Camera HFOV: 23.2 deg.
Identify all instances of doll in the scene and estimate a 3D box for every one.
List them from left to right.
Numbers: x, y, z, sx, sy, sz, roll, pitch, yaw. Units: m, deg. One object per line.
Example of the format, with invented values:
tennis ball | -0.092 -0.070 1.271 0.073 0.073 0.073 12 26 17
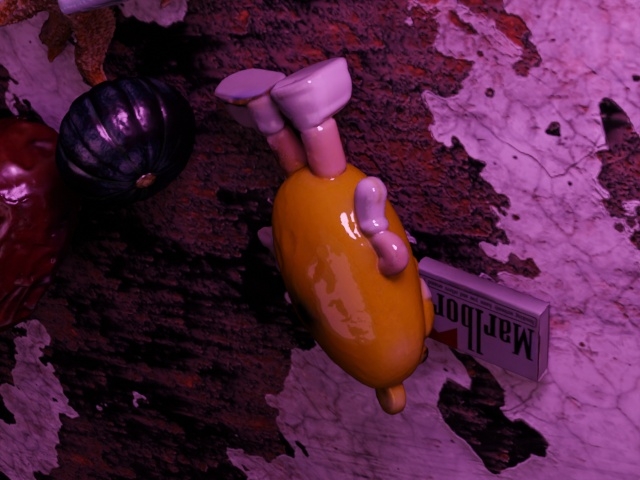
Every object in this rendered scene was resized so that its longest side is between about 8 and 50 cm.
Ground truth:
doll | 0.000 -0.026 1.898 0.348 0.161 0.423 41 148 44

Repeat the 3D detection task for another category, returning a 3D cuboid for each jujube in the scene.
jujube | -0.480 -0.015 2.289 0.258 0.258 0.376 38 142 9

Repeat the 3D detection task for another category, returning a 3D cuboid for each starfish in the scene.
starfish | -0.346 -0.311 2.015 0.301 0.084 0.293 37 141 3

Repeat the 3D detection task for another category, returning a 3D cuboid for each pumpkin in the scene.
pumpkin | -0.249 -0.128 2.015 0.194 0.194 0.150 -24 71 52

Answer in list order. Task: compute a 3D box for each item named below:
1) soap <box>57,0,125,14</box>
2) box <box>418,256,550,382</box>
soap | -0.192 -0.329 1.784 0.230 0.145 0.091 -5 105 48
box | 0.199 0.096 1.921 0.177 0.036 0.115 22 136 28
